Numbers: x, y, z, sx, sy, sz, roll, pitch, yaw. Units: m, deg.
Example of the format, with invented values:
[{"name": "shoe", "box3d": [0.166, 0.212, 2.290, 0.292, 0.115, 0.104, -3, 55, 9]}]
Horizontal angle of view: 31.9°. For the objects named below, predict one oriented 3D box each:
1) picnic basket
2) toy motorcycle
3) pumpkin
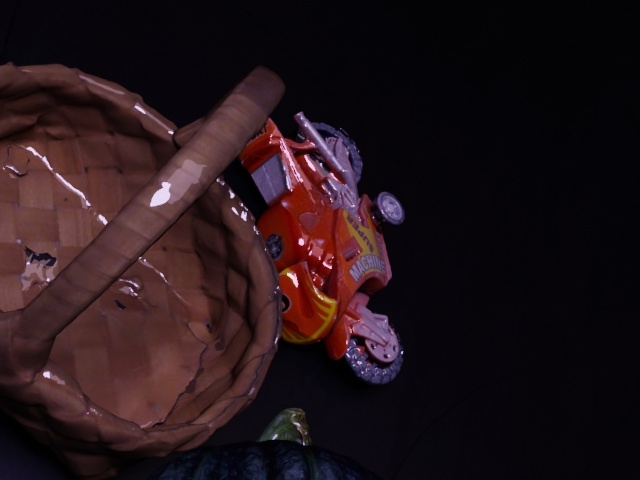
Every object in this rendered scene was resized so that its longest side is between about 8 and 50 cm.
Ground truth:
[{"name": "picnic basket", "box3d": [-0.147, -0.012, 0.845, 0.337, 0.337, 0.293, 44, 45, -8]}, {"name": "toy motorcycle", "box3d": [0.001, 0.001, 1.115, 0.171, 0.089, 0.298, 5, 60, -36]}, {"name": "pumpkin", "box3d": [-0.035, 0.233, 0.838, 0.248, 0.248, 0.248, 20, 52, -28]}]
